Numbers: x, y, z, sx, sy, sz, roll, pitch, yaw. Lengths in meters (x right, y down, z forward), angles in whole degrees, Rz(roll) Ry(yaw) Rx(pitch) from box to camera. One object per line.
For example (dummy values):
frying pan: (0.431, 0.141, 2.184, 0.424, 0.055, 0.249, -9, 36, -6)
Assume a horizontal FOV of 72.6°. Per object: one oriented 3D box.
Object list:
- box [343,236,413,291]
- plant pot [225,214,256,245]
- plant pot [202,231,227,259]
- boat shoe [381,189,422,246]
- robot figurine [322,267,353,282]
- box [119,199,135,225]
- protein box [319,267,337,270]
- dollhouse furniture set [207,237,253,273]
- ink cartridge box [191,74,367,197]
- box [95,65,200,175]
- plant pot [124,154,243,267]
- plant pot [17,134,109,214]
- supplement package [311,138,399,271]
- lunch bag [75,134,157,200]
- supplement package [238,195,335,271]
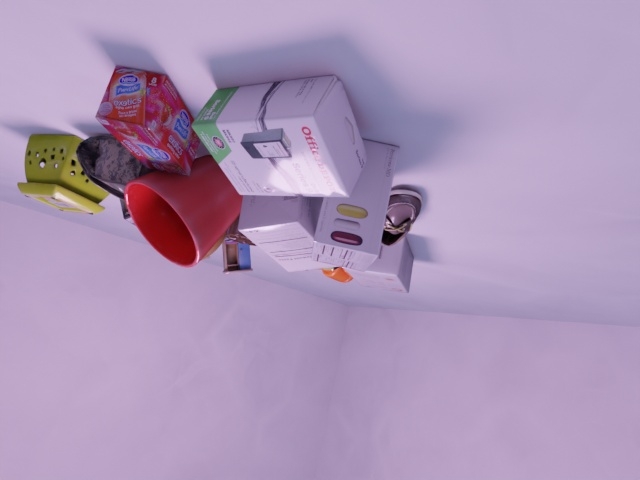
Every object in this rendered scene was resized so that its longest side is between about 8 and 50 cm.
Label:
box: (0.244, 0.087, 1.762, 0.215, 0.168, 0.345, 7, 165, 20)
plant pot: (-0.261, -0.076, 1.572, 0.167, 0.165, 0.167, 12, 165, 3)
plant pot: (-0.545, -0.077, 1.759, 0.237, 0.237, 0.254, 3, 148, 36)
boat shoe: (0.231, -0.063, 1.321, 0.117, 0.096, 0.324, 12, 166, 2)
robot figurine: (0.095, 0.142, 2.199, 0.158, 0.128, 0.219, -23, 147, 35)
box: (-0.697, -0.137, 1.688, 0.056, 0.183, 0.231, -20, 165, -1)
protein box: (0.020, 0.008, 1.532, 0.200, 0.135, 0.201, 1, -164, 40)
dollhouse furniture set: (-0.371, 0.050, 1.919, 0.287, 0.198, 0.303, -4, 180, -31)
ink cartridge box: (-0.078, -0.201, 0.887, 0.289, 0.121, 0.211, 4, 144, 30)
box: (-0.381, -0.263, 1.006, 0.123, 0.128, 0.257, 11, 166, 5)
plant pot: (-0.357, -0.103, 1.221, 0.275, 0.243, 0.274, 24, 138, 24)
plant pot: (-0.845, -0.212, 1.470, 0.228, 0.207, 0.227, 6, 164, 23)
supplement package: (0.078, -0.080, 1.041, 0.145, 0.261, 0.204, 12, 166, 0)
lunch bag: (-0.578, -0.205, 1.352, 0.287, 0.168, 0.235, 13, 168, 22)
supplement package: (-0.070, -0.051, 1.220, 0.175, 0.177, 0.293, -7, 152, 21)
